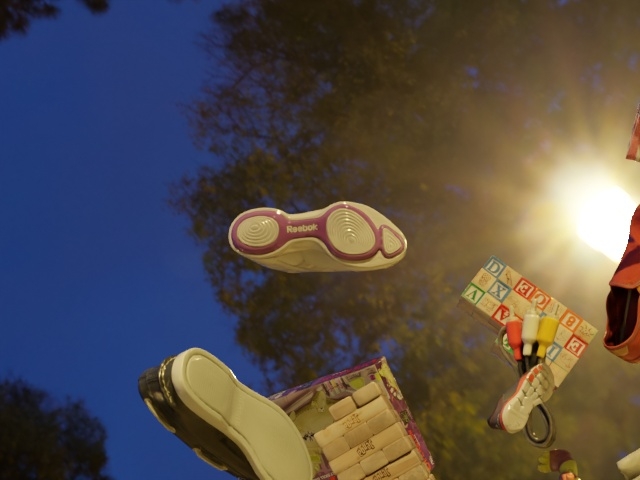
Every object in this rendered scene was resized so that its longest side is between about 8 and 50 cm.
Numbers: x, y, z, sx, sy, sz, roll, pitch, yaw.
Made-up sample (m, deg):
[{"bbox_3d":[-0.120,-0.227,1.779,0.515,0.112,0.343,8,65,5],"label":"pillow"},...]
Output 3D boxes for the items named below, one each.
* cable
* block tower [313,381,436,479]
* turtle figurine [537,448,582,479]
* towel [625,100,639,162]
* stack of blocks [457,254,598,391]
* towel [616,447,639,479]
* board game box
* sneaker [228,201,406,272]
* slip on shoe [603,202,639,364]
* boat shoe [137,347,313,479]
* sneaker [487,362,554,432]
[{"bbox_3d":[0.399,0.259,1.900,0.072,0.139,0.287,35,-123,-46],"label":"cable"},{"bbox_3d":[0.110,0.324,1.067,0.091,0.336,0.097,-31,-13,3],"label":"block tower"},{"bbox_3d":[0.420,0.417,1.530,0.087,0.217,0.270,-32,-68,0],"label":"turtle figurine"},{"bbox_3d":[0.684,-0.197,1.809,0.029,0.197,0.144,-40,-38,-65],"label":"towel"},{"bbox_3d":[0.464,0.195,2.248,0.171,0.297,0.087,-49,-14,-16],"label":"stack of blocks"},{"bbox_3d":[0.543,0.342,1.237,0.324,0.056,0.312,-35,-72,1],"label":"towel"},{"bbox_3d":[0.008,0.349,1.693,0.346,0.208,0.056,-25,5,32],"label":"board game box"},{"bbox_3d":[0.000,0.000,1.700,0.152,0.305,0.114,64,-148,-73],"label":"sneaker"},{"bbox_3d":[0.635,0.080,1.941,0.101,0.123,0.332,13,-93,-29],"label":"slip on shoe"},{"bbox_3d":[-0.121,0.254,1.305,0.091,0.114,0.302,-20,-58,30],"label":"boat shoe"},{"bbox_3d":[0.324,0.254,1.594,0.158,0.065,0.061,-36,-77,-37],"label":"sneaker"}]
